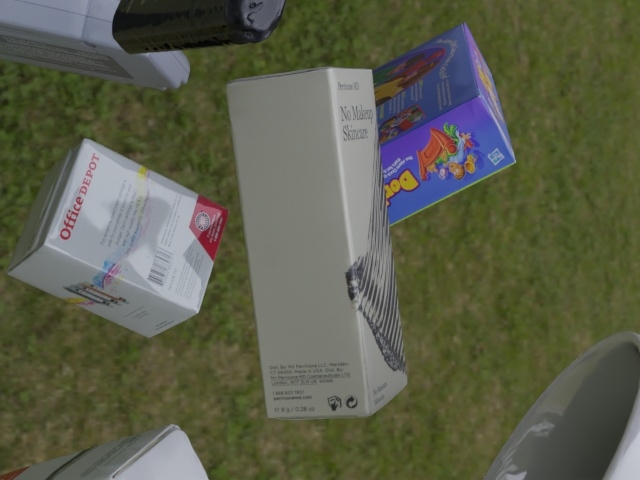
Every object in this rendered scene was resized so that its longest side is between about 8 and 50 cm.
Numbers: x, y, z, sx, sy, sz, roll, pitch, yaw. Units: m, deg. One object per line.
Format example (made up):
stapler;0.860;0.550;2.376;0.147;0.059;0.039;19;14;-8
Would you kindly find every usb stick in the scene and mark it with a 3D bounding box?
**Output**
usb stick;-0.101;-0.187;0.920;0.045;0.278;0.077;18;88;-28

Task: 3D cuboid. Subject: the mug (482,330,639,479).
mug;0.276;0.298;0.909;0.328;0.374;0.276;33;47;-1

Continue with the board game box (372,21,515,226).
board game box;0.079;-0.118;1.276;0.078;0.233;0.347;59;15;-17

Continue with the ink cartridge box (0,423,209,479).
ink cartridge box;-0.225;0.317;1.157;0.197;0.272;0.114;64;32;-7

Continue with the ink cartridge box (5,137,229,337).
ink cartridge box;-0.212;0.001;1.212;0.176;0.127;0.128;28;62;-24

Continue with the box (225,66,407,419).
box;0.000;0.000;0.951;0.113;0.094;0.275;-23;107;-68

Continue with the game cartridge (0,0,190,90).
game cartridge;-0.290;-0.216;1.167;0.196;0.294;0.060;18;84;-84
